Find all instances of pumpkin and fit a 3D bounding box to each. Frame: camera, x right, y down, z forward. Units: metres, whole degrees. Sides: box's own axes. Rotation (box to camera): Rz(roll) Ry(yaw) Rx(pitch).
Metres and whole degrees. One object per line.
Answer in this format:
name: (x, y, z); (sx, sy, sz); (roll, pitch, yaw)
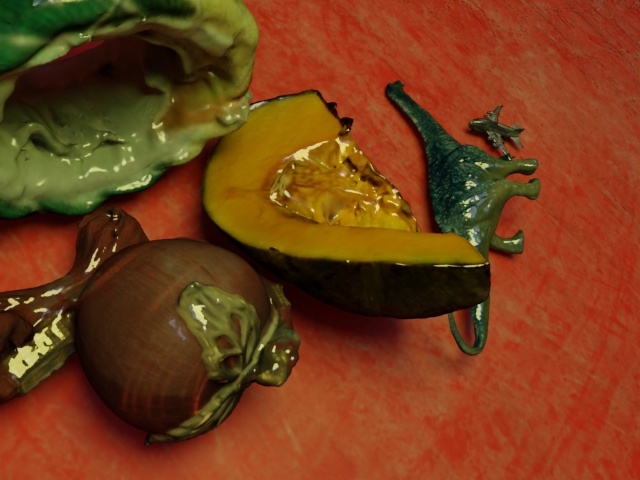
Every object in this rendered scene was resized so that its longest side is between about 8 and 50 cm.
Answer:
pumpkin: (0.000, 0.000, 0.581); (0.169, 0.148, 0.312); (-26, 43, -11)

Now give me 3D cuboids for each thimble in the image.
thimble: (-0.193, -0.146, 0.500); (0.288, 0.254, 0.167); (-18, 67, -40)

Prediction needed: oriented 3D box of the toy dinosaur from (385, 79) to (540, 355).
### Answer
toy dinosaur: (0.171, -0.045, 0.705); (0.147, 0.076, 0.363); (-2, 61, -11)

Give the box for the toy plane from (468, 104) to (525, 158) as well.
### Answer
toy plane: (0.221, -0.139, 0.790); (0.083, 0.031, 0.078); (5, 64, -19)

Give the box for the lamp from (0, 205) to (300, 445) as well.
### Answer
lamp: (-0.137, 0.078, 0.492); (0.223, 0.151, 0.215); (11, 35, 30)
